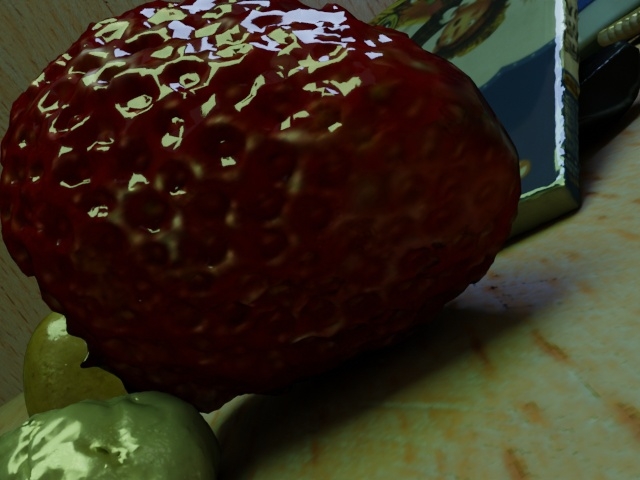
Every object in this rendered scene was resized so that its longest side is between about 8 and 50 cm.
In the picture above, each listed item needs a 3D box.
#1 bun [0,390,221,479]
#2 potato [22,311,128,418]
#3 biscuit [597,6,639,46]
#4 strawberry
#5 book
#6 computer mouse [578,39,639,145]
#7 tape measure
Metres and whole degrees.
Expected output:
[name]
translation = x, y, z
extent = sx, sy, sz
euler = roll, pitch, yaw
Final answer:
[bun]
translation = -0.149, 0.150, 0.499
extent = 0.183, 0.102, 0.183
euler = -35, 7, 5
[potato]
translation = -0.274, 0.149, 1.027
extent = 0.203, 0.158, 0.178
euler = -32, 5, -32
[biscuit]
translation = 0.565, -0.375, 1.250
extent = 0.217, 0.044, 0.325
euler = -34, 4, -15
[strawberry]
translation = -0.040, -0.038, 0.580
extent = 0.310, 0.292, 0.292
euler = -29, 6, 12
[book]
translation = 0.110, -0.137, 0.820
extent = 0.300, 0.039, 0.428
euler = -26, 36, 37
[computer mouse]
translation = 0.243, -0.122, 0.811
extent = 0.192, 0.062, 0.106
euler = -43, 10, -28
[tape measure]
translation = 0.494, -0.415, 1.530
extent = 0.259, 0.138, 0.262
euler = -36, 4, -8
